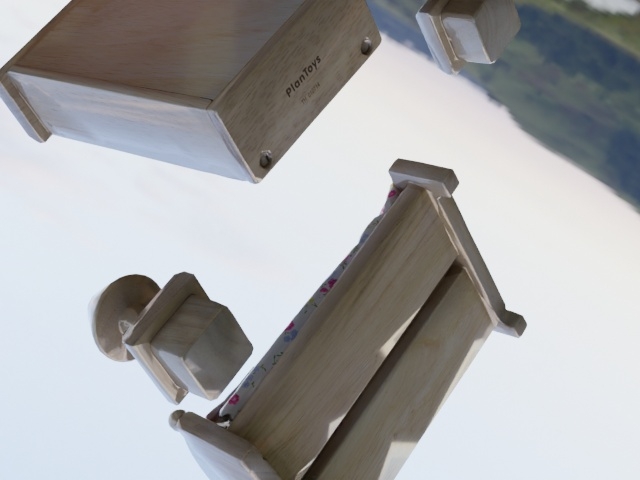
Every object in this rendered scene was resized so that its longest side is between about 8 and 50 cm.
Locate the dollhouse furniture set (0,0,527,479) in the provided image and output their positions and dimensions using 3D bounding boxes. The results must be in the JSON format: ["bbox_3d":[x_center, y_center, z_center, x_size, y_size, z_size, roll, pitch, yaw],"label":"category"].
[{"bbox_3d":[0.000,0.000,0.719,0.173,0.303,0.356,16,147,41],"label":"dollhouse furniture set"}]
